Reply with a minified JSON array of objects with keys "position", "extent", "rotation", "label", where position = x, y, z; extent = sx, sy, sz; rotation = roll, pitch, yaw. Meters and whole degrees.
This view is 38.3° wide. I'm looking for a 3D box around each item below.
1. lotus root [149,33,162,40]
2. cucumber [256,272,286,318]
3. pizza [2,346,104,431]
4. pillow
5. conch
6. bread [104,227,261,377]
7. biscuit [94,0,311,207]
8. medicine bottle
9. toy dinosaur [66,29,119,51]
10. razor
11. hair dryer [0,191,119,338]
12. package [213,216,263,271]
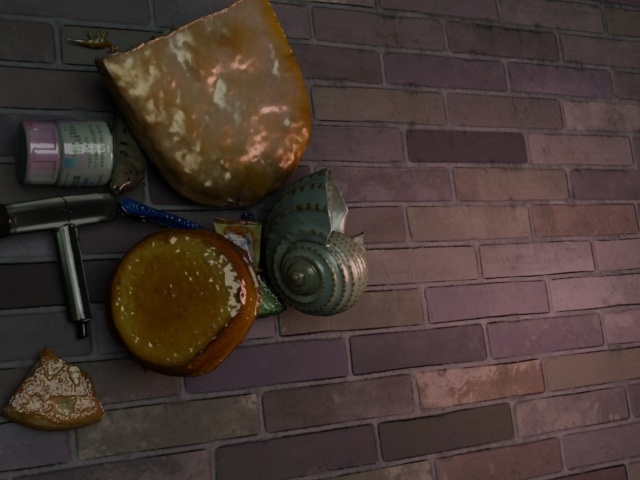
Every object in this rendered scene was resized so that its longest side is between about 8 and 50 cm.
[{"position":[-0.298,-0.414,2.003],"extent":[0.150,0.062,0.073],"rotation":[6,72,-33],"label":"lotus root"},{"position":[-0.179,0.107,1.944],"extent":[0.115,0.086,0.193],"rotation":[-39,92,-31],"label":"cucumber"},{"position":[-0.509,0.282,1.739],"extent":[0.182,0.062,0.161],"rotation":[-6,89,-25],"label":"pizza"},{"position":[-0.391,-0.188,1.900],"extent":[0.093,0.051,0.241],"rotation":[26,53,-43],"label":"pillow"},{"position":[-0.016,0.004,1.978],"extent":[0.215,0.319,0.303],"rotation":[-13,102,5],"label":"conch"},{"position":[-0.273,0.112,1.799],"extent":[0.312,0.172,0.312],"rotation":[0,82,-1],"label":"bread"},{"position":[-0.206,-0.292,1.980],"extent":[0.429,0.104,0.446],"rotation":[-41,114,-30],"label":"biscuit"},{"position":[-0.499,-0.172,1.798],"extent":[0.168,0.135,0.135],"rotation":[-1,79,-30],"label":"medicine bottle"},{"position":[-0.474,-0.423,1.929],"extent":[0.113,0.026,0.041],"rotation":[9,92,-36],"label":"toy dinosaur"},{"position":[-0.278,-0.034,1.925],"extent":[0.324,0.056,0.093],"rotation":[11,51,-35],"label":"razor"},{"position":[-0.521,0.034,1.736],"extent":[0.320,0.156,0.284],"rotation":[1,68,-37],"label":"hair dryer"},{"position":[-0.171,0.013,1.921],"extent":[0.108,0.031,0.120],"rotation":[3,80,-24],"label":"package"}]
